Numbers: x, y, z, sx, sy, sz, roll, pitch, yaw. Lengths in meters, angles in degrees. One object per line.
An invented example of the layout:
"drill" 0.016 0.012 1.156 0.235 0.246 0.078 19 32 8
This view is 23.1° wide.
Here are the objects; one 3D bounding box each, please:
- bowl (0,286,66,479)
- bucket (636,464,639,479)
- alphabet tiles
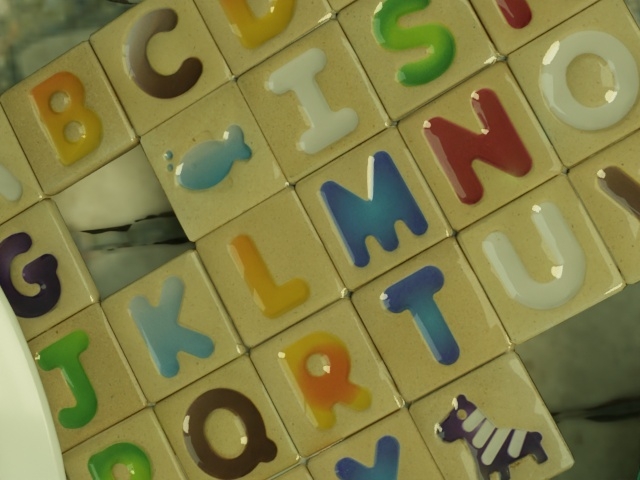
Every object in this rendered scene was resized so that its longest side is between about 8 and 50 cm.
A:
"bowl" -0.211 0.096 0.404 0.134 0.298 0.298 -12 75 31
"bucket" 0.207 0.136 0.441 0.281 0.281 0.183 29 74 -3
"alphabet tiles" 0.000 0.000 0.497 0.237 0.009 0.198 -30 82 18
